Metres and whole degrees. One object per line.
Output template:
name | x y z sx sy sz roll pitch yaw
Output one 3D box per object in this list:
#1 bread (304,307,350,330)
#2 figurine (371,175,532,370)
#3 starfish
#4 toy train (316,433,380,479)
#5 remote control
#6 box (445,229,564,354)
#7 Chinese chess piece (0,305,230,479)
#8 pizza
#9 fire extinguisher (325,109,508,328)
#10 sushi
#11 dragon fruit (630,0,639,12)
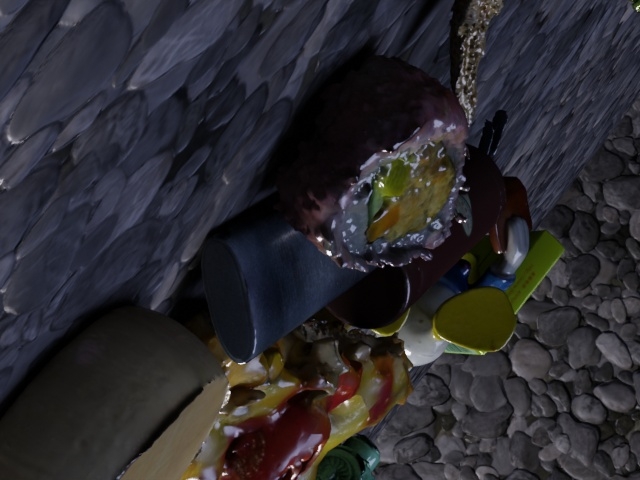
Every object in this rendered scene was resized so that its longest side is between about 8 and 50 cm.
bread | 0.000 0.080 1.878 0.149 0.065 0.187 -48 178 39
figurine | 0.138 0.032 2.168 0.283 0.204 0.338 -58 -177 -13
starfish | 0.155 -0.247 1.470 0.302 0.060 0.299 -58 166 -45
toy train | -0.074 0.309 1.905 0.301 0.202 0.120 -50 150 -18
remote control | 0.000 0.000 1.526 0.377 0.044 0.107 -34 119 -63
box | 0.199 0.072 2.412 0.187 0.047 0.335 -51 -166 -13
Chinese chess piece | -0.169 0.167 1.274 0.250 0.103 0.250 -52 170 -13
pizza | -0.038 0.178 1.629 0.406 0.130 0.440 -21 153 -36
fire extinguisher | 0.117 -0.032 1.859 0.337 0.114 0.135 -39 150 -54
sushi | 0.061 -0.069 1.446 0.241 0.107 0.161 -1 129 -57
dragon fruit | 0.355 -0.367 1.687 0.269 0.198 0.200 -55 -145 40
